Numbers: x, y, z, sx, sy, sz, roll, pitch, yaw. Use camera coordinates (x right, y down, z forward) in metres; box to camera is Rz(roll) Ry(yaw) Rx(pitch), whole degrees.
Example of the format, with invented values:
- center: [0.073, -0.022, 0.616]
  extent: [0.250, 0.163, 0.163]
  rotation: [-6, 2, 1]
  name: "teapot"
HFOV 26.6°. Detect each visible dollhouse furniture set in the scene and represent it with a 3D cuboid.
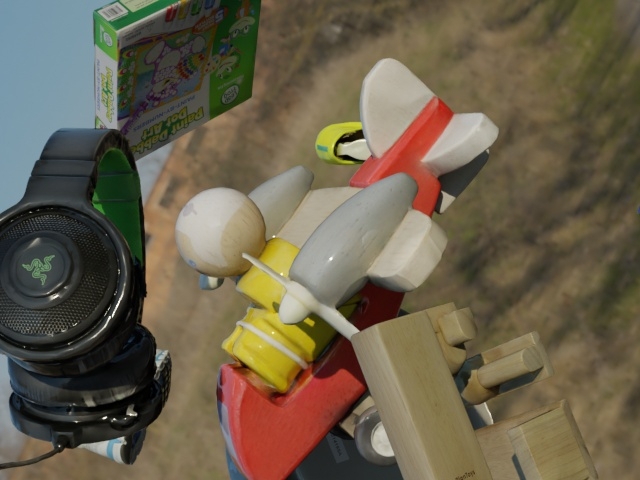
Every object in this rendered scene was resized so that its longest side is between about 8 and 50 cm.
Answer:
- center: [0.069, 0.125, 0.893]
  extent: [0.151, 0.144, 0.123]
  rotation: [-13, -11, -46]
  name: "dollhouse furniture set"

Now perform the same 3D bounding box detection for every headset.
- center: [-0.175, 0.082, 1.097]
  extent: [0.243, 0.185, 0.394]
  rotation: [85, -171, -48]
  name: "headset"

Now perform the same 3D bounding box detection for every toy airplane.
- center: [0.000, 0.000, 1.300]
  extent: [0.384, 0.272, 0.386]
  rotation: [-86, 22, -43]
  name: "toy airplane"

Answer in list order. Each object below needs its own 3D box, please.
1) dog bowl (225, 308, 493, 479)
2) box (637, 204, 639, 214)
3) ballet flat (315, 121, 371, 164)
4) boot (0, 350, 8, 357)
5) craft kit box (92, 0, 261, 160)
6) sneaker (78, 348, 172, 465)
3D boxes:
- center: [0.044, 0.240, 1.560]
  extent: [0.102, 0.349, 0.348]
  rotation: [-38, 21, 46]
  name: "dog bowl"
- center: [0.533, -0.137, 1.902]
  extent: [0.136, 0.036, 0.225]
  rotation: [-6, 61, 54]
  name: "box"
- center: [0.109, -0.134, 1.908]
  extent: [0.077, 0.231, 0.077]
  rotation: [-144, 52, -75]
  name: "ballet flat"
- center: [-0.326, 0.012, 1.311]
  extent: [0.236, 0.179, 0.085]
  rotation: [-46, 21, 38]
  name: "boot"
- center: [-0.188, -0.241, 1.786]
  extent: [0.250, 0.061, 0.246]
  rotation: [-33, -27, -31]
  name: "craft kit box"
- center: [-0.235, 0.188, 1.617]
  extent: [0.190, 0.083, 0.071]
  rotation: [-62, -25, -57]
  name: "sneaker"
